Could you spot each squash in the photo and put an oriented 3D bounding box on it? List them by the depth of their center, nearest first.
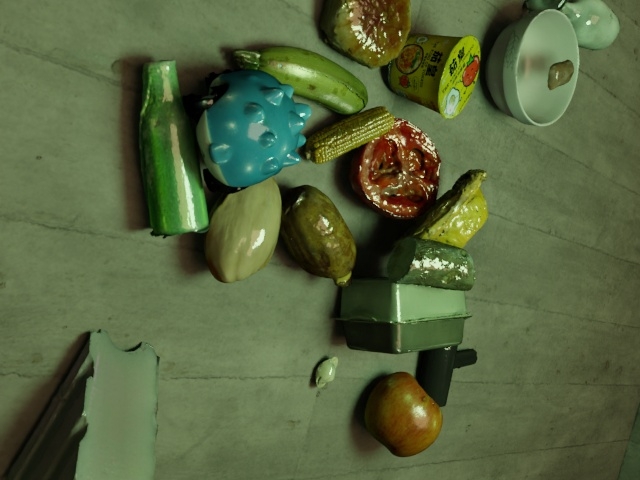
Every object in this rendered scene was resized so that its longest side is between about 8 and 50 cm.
[{"bbox_3d":[-0.024,-0.323,1.254,0.341,0.094,0.095,11,95,-41],"label":"squash"}]

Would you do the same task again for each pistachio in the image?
[{"bbox_3d":[-0.146,-0.023,1.204,0.144,0.144,0.215,24,75,-42],"label":"pistachio"}]

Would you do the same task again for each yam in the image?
[{"bbox_3d":[0.241,0.052,1.368,0.183,0.107,0.107,11,95,-20],"label":"yam"}]

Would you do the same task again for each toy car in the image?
[{"bbox_3d":[-0.112,-0.199,1.111,0.255,0.190,0.189,-70,150,-62],"label":"toy car"}]

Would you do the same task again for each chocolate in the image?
[{"bbox_3d":[-0.257,-0.156,1.095,0.110,0.110,0.291,-16,109,-37],"label":"chocolate"},{"bbox_3d":[0.616,-0.420,1.629,0.100,0.031,0.065,-23,121,-36],"label":"chocolate"}]

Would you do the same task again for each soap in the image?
[{"bbox_3d":[-0.339,0.326,1.047,0.159,0.257,0.302,34,78,-40],"label":"soap"}]

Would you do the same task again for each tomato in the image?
[{"bbox_3d":[0.158,-0.149,1.441,0.227,0.101,0.228,2,85,-25],"label":"tomato"}]

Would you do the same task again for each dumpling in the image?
[{"bbox_3d":[0.016,0.309,1.498,0.059,0.043,0.077,32,64,-58],"label":"dumpling"}]

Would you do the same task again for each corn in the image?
[{"bbox_3d":[0.058,-0.221,1.337,0.207,0.068,0.068,-28,121,-9],"label":"corn"}]

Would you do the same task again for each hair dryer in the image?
[{"bbox_3d":[0.370,0.346,1.793,0.251,0.089,0.197,-1,102,-47],"label":"hair dryer"}]

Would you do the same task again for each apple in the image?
[{"bbox_3d":[0.202,0.436,1.598,0.196,0.196,0.196,-13,110,-38],"label":"apple"}]

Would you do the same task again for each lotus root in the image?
[{"bbox_3d":[0.000,0.000,1.326,0.128,0.145,0.260,-43,124,-16],"label":"lotus root"}]

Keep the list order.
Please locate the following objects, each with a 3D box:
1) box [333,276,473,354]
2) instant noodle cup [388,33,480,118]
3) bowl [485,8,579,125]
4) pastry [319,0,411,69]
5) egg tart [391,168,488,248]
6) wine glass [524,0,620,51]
[{"bbox_3d":[0.194,0.168,1.495,0.290,0.220,0.166,1,86,-40],"label":"box"},{"bbox_3d":[0.247,-0.374,1.422,0.182,0.144,0.182,-35,137,-41],"label":"instant noodle cup"},{"bbox_3d":[0.532,-0.446,1.666,0.287,0.143,0.287,-13,111,-38],"label":"bowl"},{"bbox_3d":[0.102,-0.454,1.310,0.192,0.093,0.182,19,93,-35],"label":"pastry"},{"bbox_3d":[0.296,-0.045,1.497,0.118,0.288,0.288,42,69,1],"label":"egg tart"},{"bbox_3d":[0.703,-0.624,1.769,0.321,0.143,0.143,11,94,-43],"label":"wine glass"}]
